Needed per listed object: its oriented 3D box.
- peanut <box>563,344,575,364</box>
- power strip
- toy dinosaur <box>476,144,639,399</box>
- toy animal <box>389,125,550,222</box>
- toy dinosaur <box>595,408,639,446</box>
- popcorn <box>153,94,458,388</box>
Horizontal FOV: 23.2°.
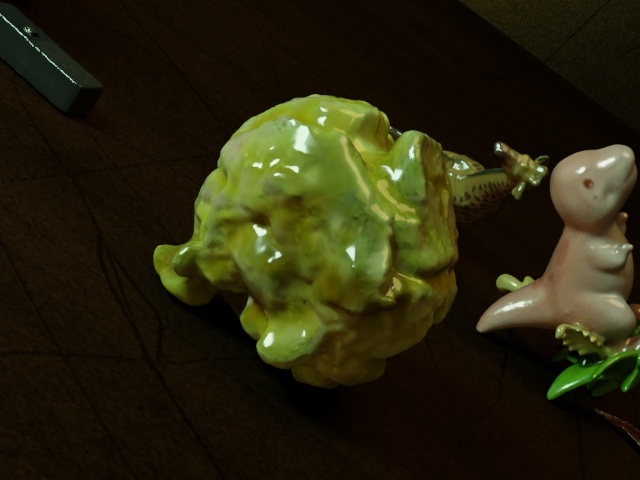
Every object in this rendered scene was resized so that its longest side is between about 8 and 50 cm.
[{"bbox_3d":[0.243,0.106,1.402,0.037,0.037,0.083,29,23,-21],"label":"peanut"},{"bbox_3d":[-0.214,-0.139,1.173,0.111,0.029,0.038,41,18,14],"label":"power strip"},{"bbox_3d":[0.215,0.034,1.296,0.177,0.194,0.152,48,32,-15],"label":"toy dinosaur"},{"bbox_3d":[0.124,-0.059,1.414,0.275,0.054,0.149,24,-21,52],"label":"toy animal"},{"bbox_3d":[0.323,0.206,1.305,0.220,0.032,0.108,38,20,11],"label":"toy dinosaur"},{"bbox_3d":[0.000,0.000,1.008,0.185,0.187,0.167,27,-17,-2],"label":"popcorn"}]
